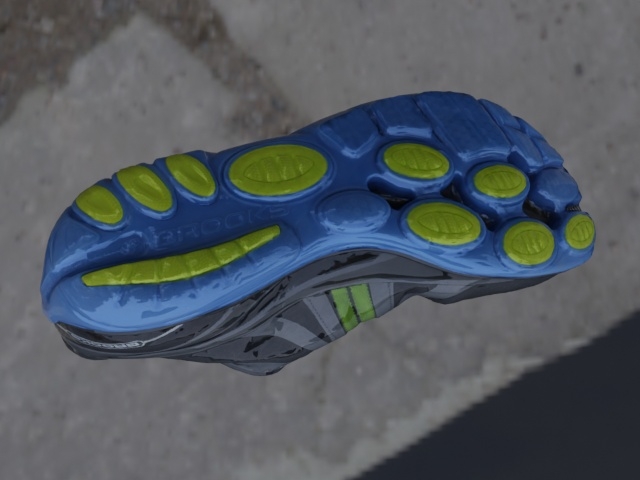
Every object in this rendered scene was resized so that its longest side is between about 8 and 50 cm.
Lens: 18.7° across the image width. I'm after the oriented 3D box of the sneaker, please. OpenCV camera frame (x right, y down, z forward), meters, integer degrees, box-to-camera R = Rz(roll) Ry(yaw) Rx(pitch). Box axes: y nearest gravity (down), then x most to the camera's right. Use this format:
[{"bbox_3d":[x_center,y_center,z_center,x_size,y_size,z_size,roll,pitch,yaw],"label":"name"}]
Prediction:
[{"bbox_3d":[0.000,0.000,0.625,0.188,0.067,0.078,-11,160,-21],"label":"sneaker"}]
